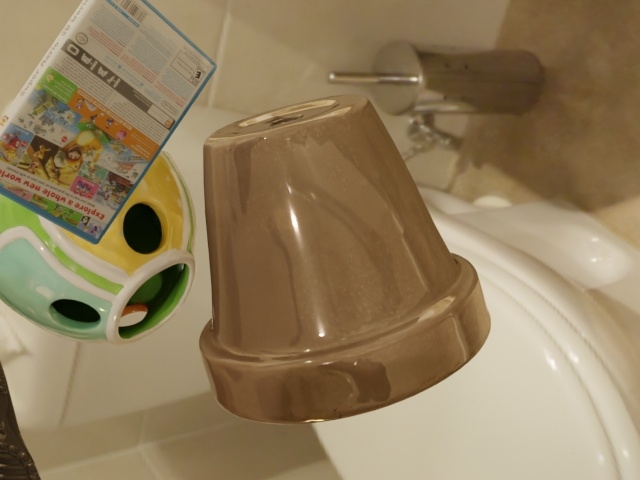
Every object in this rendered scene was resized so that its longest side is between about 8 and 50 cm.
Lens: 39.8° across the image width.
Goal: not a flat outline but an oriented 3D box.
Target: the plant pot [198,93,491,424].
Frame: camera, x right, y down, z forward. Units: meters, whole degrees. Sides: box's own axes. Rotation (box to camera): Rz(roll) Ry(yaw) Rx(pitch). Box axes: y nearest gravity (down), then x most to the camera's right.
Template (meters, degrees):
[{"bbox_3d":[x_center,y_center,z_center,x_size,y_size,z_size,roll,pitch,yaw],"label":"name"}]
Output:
[{"bbox_3d":[0.000,0.000,0.781,0.263,0.263,0.229,6,116,51],"label":"plant pot"}]

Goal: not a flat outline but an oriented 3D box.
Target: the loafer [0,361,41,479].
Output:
[{"bbox_3d":[-0.456,0.307,1.161,0.130,0.133,0.366,-51,45,31],"label":"loafer"}]

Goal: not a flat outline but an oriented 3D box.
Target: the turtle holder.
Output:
[{"bbox_3d":[-0.237,-0.032,0.969,0.227,0.243,0.320,44,116,19],"label":"turtle holder"}]

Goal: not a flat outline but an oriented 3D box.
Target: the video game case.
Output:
[{"bbox_3d":[-0.157,-0.090,0.631,0.015,0.119,0.166,30,85,38],"label":"video game case"}]
